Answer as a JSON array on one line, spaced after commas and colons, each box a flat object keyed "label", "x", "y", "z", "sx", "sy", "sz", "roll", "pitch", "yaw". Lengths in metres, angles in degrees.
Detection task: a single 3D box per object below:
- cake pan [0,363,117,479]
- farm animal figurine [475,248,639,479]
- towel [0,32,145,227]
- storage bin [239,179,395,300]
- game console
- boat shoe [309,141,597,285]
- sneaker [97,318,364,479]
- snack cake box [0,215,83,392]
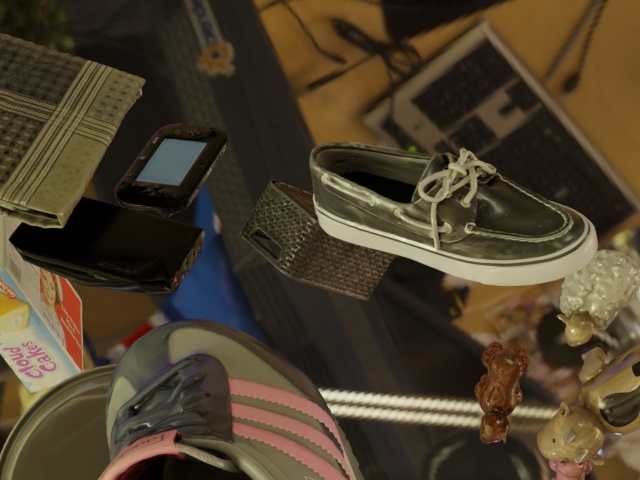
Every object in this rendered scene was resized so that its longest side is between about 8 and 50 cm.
[{"label": "cake pan", "x": -0.207, "y": 0.278, "z": 1.470, "sx": 0.293, "sy": 0.293, "sz": 0.054, "roll": -18, "pitch": 176, "yaw": -10}, {"label": "farm animal figurine", "x": 0.355, "y": 0.219, "z": 1.631, "sx": 0.330, "sy": 0.172, "sz": 0.327, "roll": 38, "pitch": 111, "yaw": -4}, {"label": "towel", "x": -0.416, "y": -0.150, "z": 1.729, "sx": 0.312, "sy": 0.324, "sz": 0.056, "roll": 18, "pitch": 132, "yaw": 3}, {"label": "storage bin", "x": 0.000, "y": 0.000, "z": 1.771, "sx": 0.180, "sy": 0.122, "sz": 0.084, "roll": 19, "pitch": 106, "yaw": -49}, {"label": "game console", "x": -0.234, "y": -0.058, "z": 1.765, "sx": 0.213, "sy": 0.361, "sz": 0.044, "roll": 14, "pitch": 128, "yaw": 9}, {"label": "boat shoe", "x": 0.130, "y": -0.043, "z": 1.385, "sx": 0.113, "sy": 0.306, "sz": 0.105, "roll": -52, "pitch": 146, "yaw": -34}, {"label": "sneaker", "x": -0.050, "y": 0.104, "z": 0.606, "sx": 0.112, "sy": 0.319, "sz": 0.131, "roll": -45, "pitch": 124, "yaw": 0}, {"label": "snack cake box", "x": -0.431, "y": 0.077, "z": 1.948, "sx": 0.089, "sy": 0.152, "sz": 0.264, "roll": -18, "pitch": 137, "yaw": 6}]
